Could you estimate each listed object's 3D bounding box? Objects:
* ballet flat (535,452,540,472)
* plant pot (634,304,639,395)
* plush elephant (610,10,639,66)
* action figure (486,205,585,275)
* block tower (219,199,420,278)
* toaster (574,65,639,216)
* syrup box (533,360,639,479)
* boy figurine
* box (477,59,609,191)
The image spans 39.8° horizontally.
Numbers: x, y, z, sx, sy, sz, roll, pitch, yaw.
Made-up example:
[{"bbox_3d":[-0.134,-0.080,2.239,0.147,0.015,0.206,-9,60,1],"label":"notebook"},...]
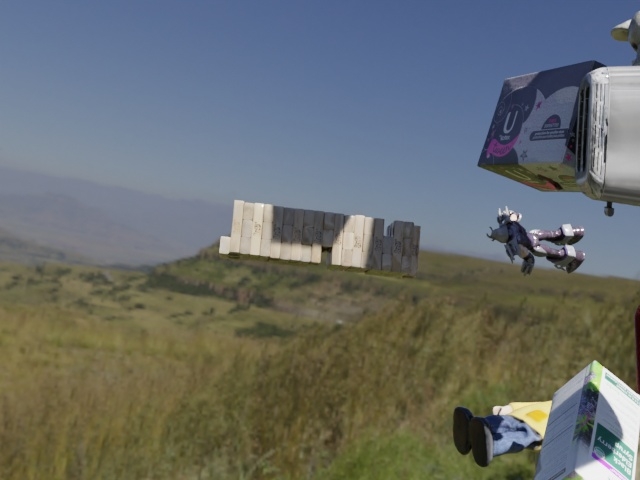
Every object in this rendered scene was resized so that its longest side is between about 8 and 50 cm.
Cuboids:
[{"bbox_3d":[0.423,0.420,1.538,0.096,0.095,0.280,11,10,12],"label":"ballet flat"},{"bbox_3d":[0.687,0.160,1.423,0.236,0.267,0.267,24,39,-1],"label":"plant pot"},{"bbox_3d":[0.647,-0.322,1.580,0.255,0.330,0.272,25,-13,5],"label":"plush elephant"},{"bbox_3d":[0.547,0.008,2.275,0.285,0.185,0.099,9,-28,-23],"label":"action figure"},{"bbox_3d":[0.000,0.000,1.499,0.336,0.097,0.091,5,-8,-4],"label":"block tower"},{"bbox_3d":[0.415,-0.143,1.149,0.147,0.226,0.129,2,5,6],"label":"toaster"},{"bbox_3d":[0.363,0.282,1.197,0.093,0.096,0.237,38,35,-1],"label":"syrup box"},{"bbox_3d":[0.366,0.301,1.446,0.285,0.092,0.177,-7,11,-21],"label":"boy figurine"},{"bbox_3d":[0.376,-0.166,1.367,0.142,0.163,0.247,19,-2,-18],"label":"box"}]
